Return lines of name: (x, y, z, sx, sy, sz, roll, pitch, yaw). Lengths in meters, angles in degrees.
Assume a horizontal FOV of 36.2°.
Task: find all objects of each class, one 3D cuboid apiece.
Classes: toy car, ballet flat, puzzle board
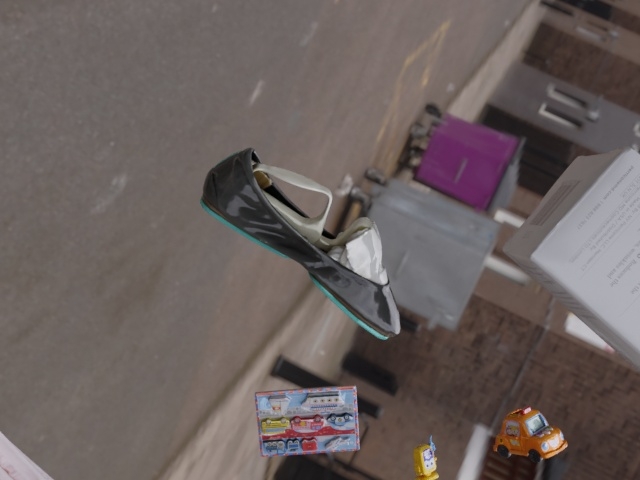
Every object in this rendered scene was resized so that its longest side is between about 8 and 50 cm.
toy car: (0.136, 0.164, 0.789, 0.060, 0.122, 0.041, 3, -75, 66)
ballet flat: (0.000, 0.000, 1.068, 0.096, 0.280, 0.095, -49, -165, 17)
puzzle board: (-0.016, 0.231, 1.245, 0.011, 0.128, 0.096, -96, -178, -66)

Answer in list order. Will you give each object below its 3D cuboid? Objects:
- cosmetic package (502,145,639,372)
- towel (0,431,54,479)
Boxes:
cosmetic package: (0.397, 0.084, 1.054, 0.156, 0.385, 0.217, -50, -179, 3)
towel: (-0.277, 0.109, 0.285, 0.332, 0.317, 0.053, -45, -173, 5)
